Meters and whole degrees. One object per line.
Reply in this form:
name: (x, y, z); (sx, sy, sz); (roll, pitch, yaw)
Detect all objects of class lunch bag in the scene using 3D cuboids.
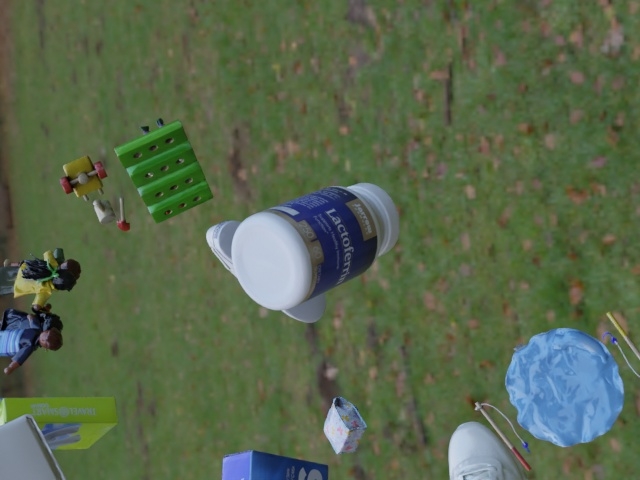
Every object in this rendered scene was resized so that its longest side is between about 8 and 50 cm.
lunch bag: (0.042, 0.337, 2.074); (0.083, 0.053, 0.071); (53, 135, 40)

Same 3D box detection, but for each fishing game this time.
fishing game: (0.382, 0.230, 1.777); (0.189, 0.264, 0.041); (51, -168, 7)

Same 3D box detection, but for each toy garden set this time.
toy garden set: (-0.294, -0.098, 1.804); (0.244, 0.204, 0.049); (76, 167, -65)

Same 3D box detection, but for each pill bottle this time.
pill bottle: (0.000, 0.000, 1.769); (0.153, 0.265, 0.153); (16, 116, 36)

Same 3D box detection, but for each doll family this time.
doll family: (-0.327, 0.076, 1.278); (0.076, 0.111, 0.193); (71, -161, -55)

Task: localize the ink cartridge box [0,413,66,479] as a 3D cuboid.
ink cartridge box: (-0.452, 0.341, 1.184); (0.395, 0.285, 0.166); (-28, 89, 51)

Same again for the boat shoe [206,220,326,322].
boat shoe: (-0.104, 0.059, 2.105); (0.096, 0.267, 0.088); (-60, 24, -14)

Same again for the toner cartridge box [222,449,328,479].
toner cartridge box: (-0.071, 0.506, 1.716); (0.075, 0.165, 0.347); (-22, 59, 44)

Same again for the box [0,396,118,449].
box: (-0.375, 0.245, 1.512); (0.109, 0.178, 0.042); (-41, 53, 46)

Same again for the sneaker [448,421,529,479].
sneaker: (0.188, 0.303, 1.251); (0.095, 0.090, 0.235); (48, -155, -52)
